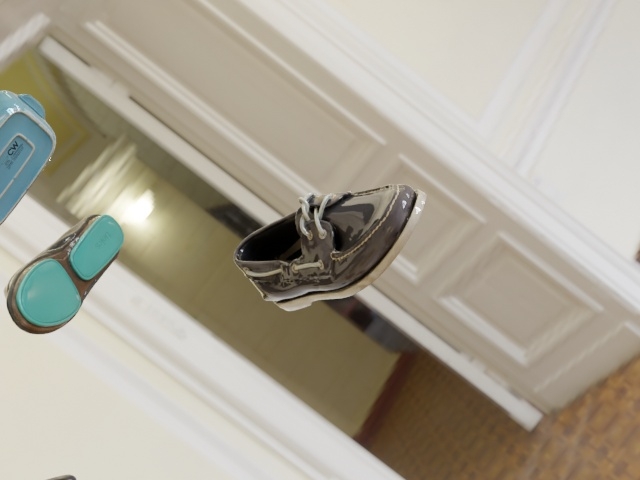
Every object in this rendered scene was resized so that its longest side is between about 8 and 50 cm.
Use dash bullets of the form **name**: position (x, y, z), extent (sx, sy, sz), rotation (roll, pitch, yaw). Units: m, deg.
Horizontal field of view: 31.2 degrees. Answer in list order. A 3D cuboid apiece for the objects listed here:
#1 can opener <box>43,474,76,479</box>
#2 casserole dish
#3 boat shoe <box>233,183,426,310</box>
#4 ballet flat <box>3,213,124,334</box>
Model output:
- **can opener**: position (-0.414, 0.362, 1.544), extent (0.186, 0.073, 0.059), rotation (-12, -45, -38)
- **casserole dish**: position (-0.380, -0.086, 1.344), extent (0.188, 0.037, 0.114), rotation (-57, -39, -12)
- **boat shoe**: position (0.000, 0.000, 0.851), extent (0.206, 0.065, 0.075), rotation (-29, 31, 55)
- **ballet flat**: position (-0.352, 0.056, 1.519), extent (0.096, 0.095, 0.280), rotation (-23, 14, 26)
